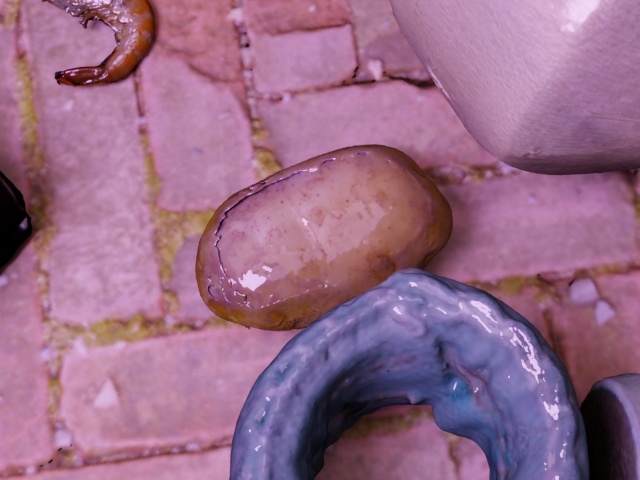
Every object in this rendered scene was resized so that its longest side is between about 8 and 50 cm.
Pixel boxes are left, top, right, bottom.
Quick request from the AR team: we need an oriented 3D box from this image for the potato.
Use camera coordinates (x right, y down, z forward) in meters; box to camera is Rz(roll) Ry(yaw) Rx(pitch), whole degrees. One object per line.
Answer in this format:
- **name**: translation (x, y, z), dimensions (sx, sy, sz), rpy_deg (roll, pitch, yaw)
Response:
- **potato**: translation (0.000, 0.000, 0.769), dimensions (0.170, 0.080, 0.107), rpy_deg (-28, 79, -4)

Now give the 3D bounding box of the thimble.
- **thimble**: translation (0.048, 0.132, 0.681), dimensions (0.198, 0.143, 0.235), rpy_deg (10, 65, 6)

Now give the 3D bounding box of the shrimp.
- **shrimp**: translation (-0.184, -0.161, 0.865), dimensions (0.127, 0.025, 0.091), rpy_deg (26, 75, 8)

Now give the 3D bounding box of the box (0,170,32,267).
- **box**: translation (-0.430, -0.044, 0.788), dimensions (0.415, 0.116, 0.264), rpy_deg (35, 74, 13)

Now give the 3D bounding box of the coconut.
- **coconut**: translation (0.174, -0.152, 0.732), dimensions (0.245, 0.245, 0.247), rpy_deg (-27, 72, -7)

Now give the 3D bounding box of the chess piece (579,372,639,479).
- **chess piece**: translation (0.291, 0.151, 0.692), dimensions (0.271, 0.139, 0.139), rpy_deg (4, 70, -8)
